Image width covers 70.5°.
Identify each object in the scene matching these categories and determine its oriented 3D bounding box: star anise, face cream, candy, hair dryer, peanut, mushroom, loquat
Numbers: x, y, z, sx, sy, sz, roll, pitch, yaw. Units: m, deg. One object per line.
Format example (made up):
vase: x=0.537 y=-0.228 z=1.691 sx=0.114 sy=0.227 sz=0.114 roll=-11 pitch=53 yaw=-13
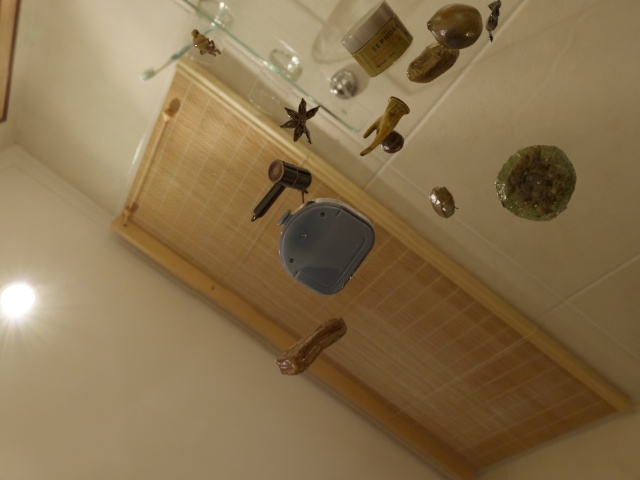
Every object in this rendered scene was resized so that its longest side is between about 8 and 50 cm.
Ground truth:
star anise: x=-0.097 y=-0.561 z=2.109 sx=0.172 sy=0.208 sz=0.063 roll=14 pitch=-171 yaw=8
face cream: x=0.216 y=-0.766 z=1.727 sx=0.179 sy=0.218 sz=0.218 roll=43 pitch=-146 yaw=-21
candy: x=0.697 y=-0.889 z=1.842 sx=0.051 sy=0.094 sz=0.226 roll=3 pitch=179 yaw=14
hair dryer: x=-0.202 y=-0.202 z=2.034 sx=0.189 sy=0.352 sz=0.107 roll=10 pitch=-138 yaw=-47
peanut: x=0.457 y=-0.727 z=1.846 sx=0.129 sy=0.224 sz=0.129 roll=43 pitch=-156 yaw=-25
mushroom: x=0.360 y=-0.498 z=2.286 sx=0.127 sy=0.127 sz=0.087 roll=56 pitch=-161 yaw=20
loquat: x=0.472 y=-0.751 z=1.589 sx=0.195 sy=0.152 sz=0.152 roll=0 pitch=-135 yaw=-3

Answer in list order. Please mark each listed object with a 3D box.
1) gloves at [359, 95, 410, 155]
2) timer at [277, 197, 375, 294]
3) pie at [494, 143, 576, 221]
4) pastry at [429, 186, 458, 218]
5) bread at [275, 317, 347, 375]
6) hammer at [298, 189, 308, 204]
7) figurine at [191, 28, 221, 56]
gloves: x=0.277 y=-0.506 z=2.075 sx=0.116 sy=0.294 sz=0.133 roll=37 pitch=180 yaw=3
timer: x=0.000 y=0.000 z=1.851 sx=0.395 sy=0.395 sz=0.173 roll=34 pitch=-165 yaw=-8
pie: x=0.816 y=-0.217 z=1.721 sx=0.306 sy=0.306 sz=0.071 roll=40 pitch=-158 yaw=0
pastry: x=0.559 y=-0.177 z=2.083 sx=0.153 sy=0.081 sz=0.153 roll=59 pitch=176 yaw=6
bread: x=-0.028 y=0.360 z=1.548 sx=0.271 sy=0.139 sz=0.077 roll=-33 pitch=-86 yaw=-41
hammer: x=-0.077 y=-0.149 z=2.117 sx=0.021 sy=0.078 sz=0.201 roll=-10 pitch=-80 yaw=-32
figurine: x=-0.484 y=-0.822 z=1.904 sx=0.083 sy=0.083 sz=0.187 roll=47 pitch=-165 yaw=9
